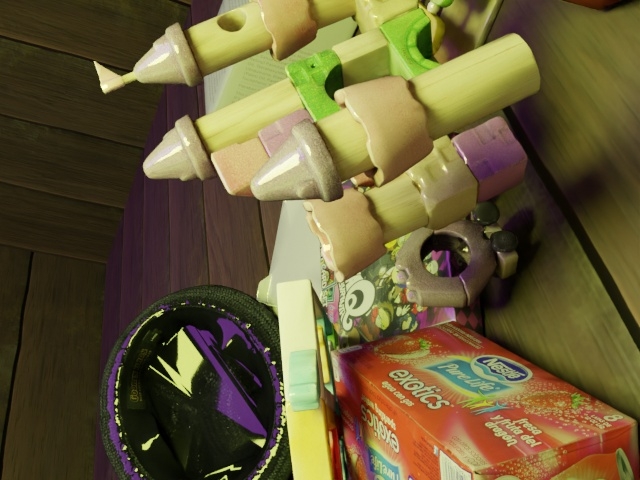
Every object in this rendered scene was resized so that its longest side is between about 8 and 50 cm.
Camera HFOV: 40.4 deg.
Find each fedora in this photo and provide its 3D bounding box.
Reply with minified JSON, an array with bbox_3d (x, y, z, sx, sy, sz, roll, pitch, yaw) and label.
[{"bbox_3d":[-0.147,0.235,1.227,0.152,0.334,0.334,45,-132,-65],"label":"fedora"}]

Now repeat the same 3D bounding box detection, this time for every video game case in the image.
[{"bbox_3d":[0.074,0.029,0.899,0.210,0.041,0.232,-27,58,50],"label":"video game case"}]

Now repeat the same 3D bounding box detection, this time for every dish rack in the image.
[{"bbox_3d":[0.000,0.000,1.154,0.333,0.072,0.286,180,102,-68],"label":"dish rack"}]

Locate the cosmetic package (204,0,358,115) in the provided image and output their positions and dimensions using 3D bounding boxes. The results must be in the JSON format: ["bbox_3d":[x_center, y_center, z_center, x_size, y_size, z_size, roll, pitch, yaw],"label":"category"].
[{"bbox_3d":[-0.038,-0.388,1.336,0.230,0.161,0.453,-100,29,-45],"label":"cosmetic package"}]

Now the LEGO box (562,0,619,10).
[{"bbox_3d":[0.233,-0.429,0.512,0.372,0.193,0.500,-142,66,-80],"label":"LEGO box"}]

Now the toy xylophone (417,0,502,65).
[{"bbox_3d":[0.111,-0.240,0.978,0.236,0.081,0.323,-124,50,-63],"label":"toy xylophone"}]

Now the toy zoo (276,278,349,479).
[{"bbox_3d":[0.000,0.150,0.749,0.293,0.030,0.192,68,-165,-73],"label":"toy zoo"}]

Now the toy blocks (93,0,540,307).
[{"bbox_3d":[-0.014,-0.084,0.691,0.289,0.260,0.309,62,175,28],"label":"toy blocks"}]

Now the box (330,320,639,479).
[{"bbox_3d":[0.110,0.160,0.647,0.257,0.122,0.128,-154,55,-69],"label":"box"}]
